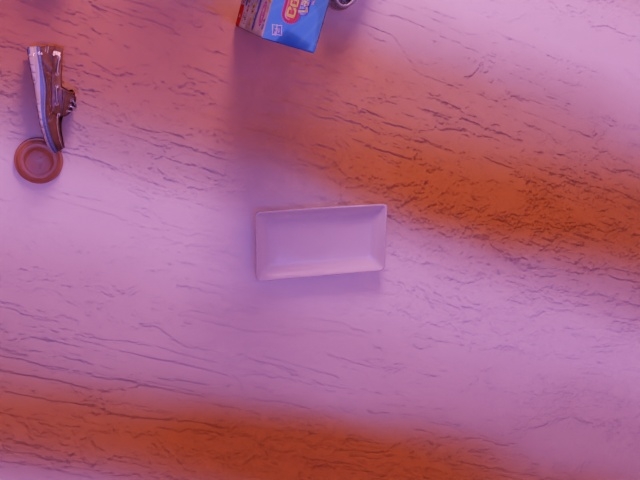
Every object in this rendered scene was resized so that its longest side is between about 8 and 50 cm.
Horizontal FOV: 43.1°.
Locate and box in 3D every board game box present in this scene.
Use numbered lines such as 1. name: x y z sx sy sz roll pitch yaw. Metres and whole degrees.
1. board game box: -0.039 -0.472 1.300 0.086 0.308 0.302 12 104 -17

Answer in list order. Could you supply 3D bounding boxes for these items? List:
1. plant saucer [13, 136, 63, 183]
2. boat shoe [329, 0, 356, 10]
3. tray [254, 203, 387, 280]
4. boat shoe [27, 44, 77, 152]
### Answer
1. plant saucer: -0.502 -0.141 1.444 0.083 0.013 0.084 -5 110 -14
2. boat shoe: 0.078 -0.515 1.440 0.079 0.081 0.228 20 102 -21
3. tray: 0.000 0.000 1.623 0.270 0.030 0.145 -4 109 -14
4. boat shoe: -0.454 -0.242 1.394 0.066 0.066 0.183 -10 111 -14
